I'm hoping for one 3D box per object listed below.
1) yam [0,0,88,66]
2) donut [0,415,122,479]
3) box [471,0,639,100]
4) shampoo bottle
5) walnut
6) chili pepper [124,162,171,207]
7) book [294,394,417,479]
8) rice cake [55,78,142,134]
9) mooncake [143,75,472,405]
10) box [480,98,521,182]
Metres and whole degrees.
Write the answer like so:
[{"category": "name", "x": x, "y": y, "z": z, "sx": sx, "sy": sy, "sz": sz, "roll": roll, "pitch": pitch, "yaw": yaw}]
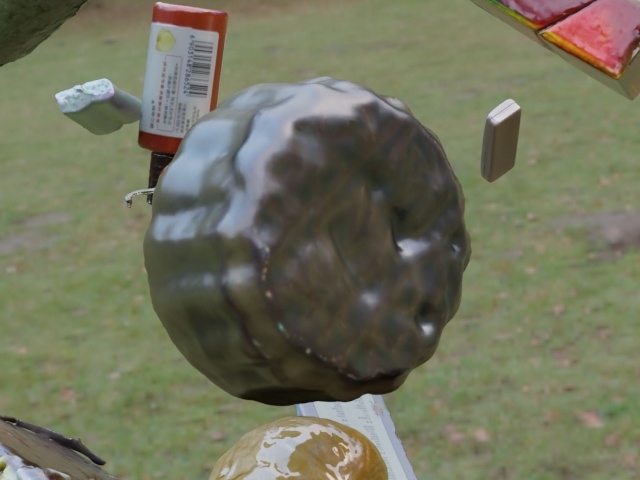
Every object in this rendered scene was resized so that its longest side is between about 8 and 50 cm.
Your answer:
[{"category": "yam", "x": -0.301, "y": -0.338, "z": 1.568, "sx": 0.300, "sy": 0.195, "sz": 0.195, "roll": -34, "pitch": -3, "yaw": 32}, {"category": "donut", "x": -0.205, "y": 0.244, "z": 1.155, "sx": 0.259, "sy": 0.136, "sz": 0.345, "roll": 30, "pitch": -6, "yaw": -7}, {"category": "box", "x": 0.207, "y": -0.268, "z": 1.500, "sx": 0.313, "sy": 0.089, "sz": 0.197, "roll": 35, "pitch": 8, "yaw": 14}, {"category": "shampoo bottle", "x": -0.193, "y": -0.180, "z": 1.984, "sx": 0.104, "sy": 0.278, "sz": 0.104, "roll": 8, "pitch": 8, "yaw": -1}, {"category": "walnut", "x": -0.022, "y": 0.271, "z": 1.412, "sx": 0.195, "sy": 0.195, "sz": 0.221, "roll": -15, "pitch": -15, "yaw": -32}, {"category": "chili pepper", "x": -0.104, "y": -0.078, "z": 1.589, "sx": 0.268, "sy": 0.050, "sz": 0.059, "roll": -17, "pitch": 16, "yaw": -33}, {"category": "book", "x": 0.037, "y": 0.236, "z": 1.789, "sx": 0.157, "sy": 0.231, "sz": 0.026, "roll": 8, "pitch": -43, "yaw": -41}, {"category": "rice cake", "x": -0.293, "y": -0.180, "z": 1.962, "sx": 0.080, "sy": 0.042, "sz": 0.222, "roll": -19, "pitch": -4, "yaw": 3}, {"category": "mooncake", "x": 0.000, "y": 0.000, "z": 1.267, "sx": 0.290, "sy": 0.290, "sz": 0.161, "roll": -17, "pitch": 7, "yaw": -36}, {"category": "box", "x": 0.219, "y": -0.121, "z": 1.773, "sx": 0.048, "sy": 0.115, "sz": 0.025, "roll": -34, "pitch": 59, "yaw": -20}]
